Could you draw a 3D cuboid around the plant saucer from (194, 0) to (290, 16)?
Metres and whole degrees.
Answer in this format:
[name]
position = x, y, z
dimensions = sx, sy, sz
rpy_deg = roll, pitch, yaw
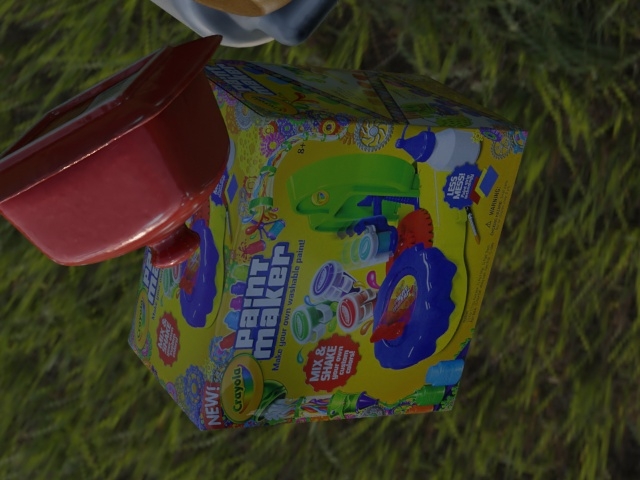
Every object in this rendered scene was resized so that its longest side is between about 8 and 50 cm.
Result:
[plant saucer]
position = -0.054, -0.130, 0.678
dimensions = 0.083, 0.015, 0.083
rpy_deg = 18, 176, 1

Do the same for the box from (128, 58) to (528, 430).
[box]
position = 0.000, 0.000, 1.251
dimensions = 0.279, 0.177, 0.290
rpy_deg = -1, 113, -31

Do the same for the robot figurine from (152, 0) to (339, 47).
[robot figurine]
position = -0.114, -0.320, 1.324
dimensions = 0.353, 0.200, 0.300
rpy_deg = 39, 175, 38

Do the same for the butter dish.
[butter dish]
position = -0.117, -0.036, 0.836
dimensions = 0.160, 0.160, 0.118
rpy_deg = -26, 107, 21
